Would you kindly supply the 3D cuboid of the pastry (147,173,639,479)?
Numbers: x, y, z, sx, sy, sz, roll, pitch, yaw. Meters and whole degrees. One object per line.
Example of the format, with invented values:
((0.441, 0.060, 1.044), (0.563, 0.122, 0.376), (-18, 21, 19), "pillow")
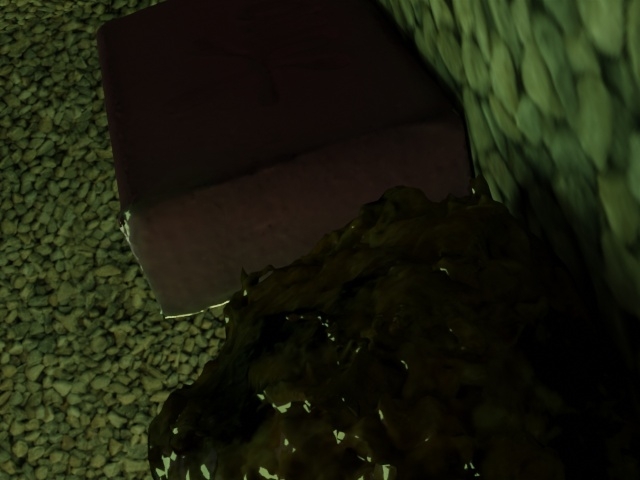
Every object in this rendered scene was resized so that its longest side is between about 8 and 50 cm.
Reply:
((0.029, 0.115, 0.443), (0.275, 0.192, 0.275), (172, 90, -87), "pastry")

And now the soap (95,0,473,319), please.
((-0.035, -0.079, 0.641), (0.259, 0.181, 0.081), (-111, 5, -54), "soap")
